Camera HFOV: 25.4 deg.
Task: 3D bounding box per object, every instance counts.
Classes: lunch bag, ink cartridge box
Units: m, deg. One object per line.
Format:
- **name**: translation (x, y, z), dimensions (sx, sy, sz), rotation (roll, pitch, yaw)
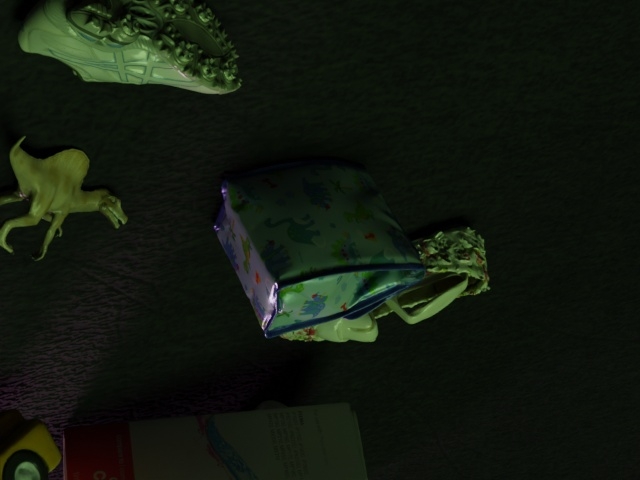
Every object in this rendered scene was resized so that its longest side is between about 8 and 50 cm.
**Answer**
- **lunch bag**: translation (0.000, 0.000, 1.233), dimensions (0.151, 0.129, 0.096), rotation (-16, 149, -22)
- **ink cartridge box**: translation (-0.112, 0.297, 1.498), dimensions (0.306, 0.131, 0.226), rotation (-3, 133, -8)

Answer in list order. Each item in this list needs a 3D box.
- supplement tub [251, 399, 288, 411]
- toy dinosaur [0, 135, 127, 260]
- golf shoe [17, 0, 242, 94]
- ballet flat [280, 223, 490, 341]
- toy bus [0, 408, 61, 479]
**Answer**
- **supplement tub**: translation (-0.073, 0.234, 1.586), dimensions (0.071, 0.071, 0.107), rotation (13, 132, -47)
- **toy dinosaur**: translation (-0.220, -0.038, 1.100), dimensions (0.092, 0.053, 0.183), rotation (-46, 155, 2)
- **golf shoe**: translation (-0.134, -0.139, 1.004), dimensions (0.086, 0.069, 0.176), rotation (-23, 153, 34)
- **ballet flat**: translation (0.061, 0.055, 1.414), dimensions (0.241, 0.077, 0.091), rotation (-23, 150, -6)
- **toy bus**: translation (-0.375, 0.245, 1.217), dimensions (0.108, 0.130, 0.332), rotation (-20, -164, 39)
